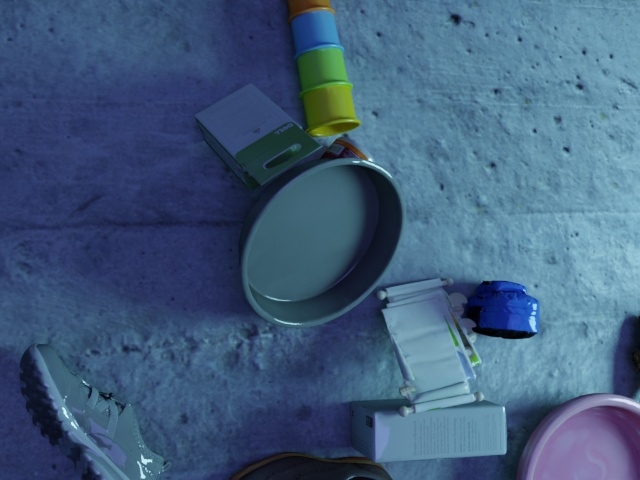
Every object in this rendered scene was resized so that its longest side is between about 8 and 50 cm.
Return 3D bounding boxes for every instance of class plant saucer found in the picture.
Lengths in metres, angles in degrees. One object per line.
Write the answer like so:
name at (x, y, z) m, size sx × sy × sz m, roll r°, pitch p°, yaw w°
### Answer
plant saucer at (0.486, 0.437, 1.202) m, size 0.333 × 0.084 × 0.331 m, roll 1°, pitch 86°, yaw -15°

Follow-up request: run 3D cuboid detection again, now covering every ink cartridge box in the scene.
ink cartridge box at (-0.092, -0.146, 1.016) m, size 0.109 × 0.062 × 0.209 m, roll -33°, pitch 52°, yaw -14°

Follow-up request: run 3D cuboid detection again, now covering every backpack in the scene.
backpack at (0.312, 0.119, 1.149) m, size 0.098 × 0.120 × 0.101 m, roll 3°, pitch 87°, yaw -15°

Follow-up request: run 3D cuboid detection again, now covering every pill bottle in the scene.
pill bottle at (0.016, -0.088, 1.095) m, size 0.086 × 0.086 × 0.152 m, roll 41°, pitch 79°, yaw -10°

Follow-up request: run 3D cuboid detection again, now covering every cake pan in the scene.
cake pan at (0.000, 0.000, 1.032) m, size 0.293 × 0.054 × 0.293 m, roll -18°, pitch 128°, yaw -25°

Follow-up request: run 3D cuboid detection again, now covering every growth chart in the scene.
growth chart at (0.184, 0.166, 1.105) m, size 0.172 × 0.021 × 0.237 m, roll -1°, pitch 57°, yaw -17°

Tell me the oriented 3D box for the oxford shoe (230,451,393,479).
oxford shoe at (-0.010, 0.390, 1.058) m, size 0.272 × 0.098 × 0.096 m, roll -2°, pitch 88°, yaw -16°

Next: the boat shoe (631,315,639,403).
boat shoe at (0.616, 0.225, 1.265) m, size 0.060 × 0.064 × 0.177 m, roll 10°, pitch 82°, yaw 16°

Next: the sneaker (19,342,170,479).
sneaker at (-0.336, 0.264, 0.992) m, size 0.115 × 0.105 × 0.281 m, roll -37°, pitch 96°, yaw -44°

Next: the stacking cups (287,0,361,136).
stacking cups at (-0.009, -0.333, 1.108) m, size 0.096 × 0.096 × 0.315 m, roll -10°, pitch 85°, yaw -16°

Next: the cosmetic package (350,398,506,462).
cosmetic package at (0.175, 0.307, 1.105) m, size 0.231 × 0.117 × 0.085 m, roll 0°, pitch 86°, yaw -14°
